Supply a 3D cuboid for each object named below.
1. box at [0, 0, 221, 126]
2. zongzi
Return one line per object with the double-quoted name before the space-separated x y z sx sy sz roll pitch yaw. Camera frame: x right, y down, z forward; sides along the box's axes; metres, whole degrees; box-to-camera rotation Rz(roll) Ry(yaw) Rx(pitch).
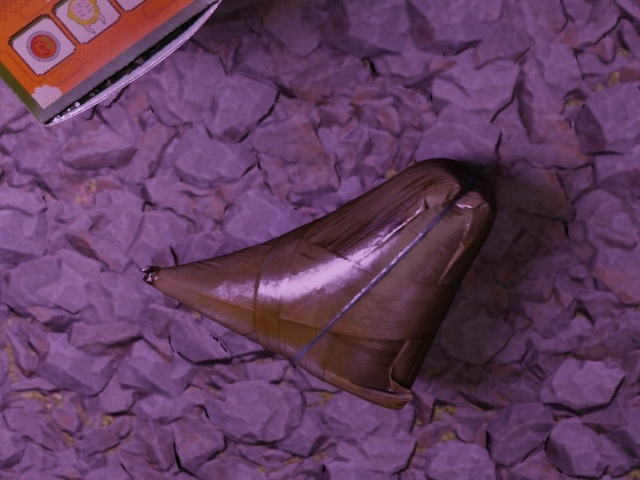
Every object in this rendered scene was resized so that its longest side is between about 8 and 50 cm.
"box" -0.165 -0.216 1.394 0.177 0.195 0.148 -34 112 20
"zongzi" 0.000 0.000 1.561 0.256 0.115 0.228 26 115 2
